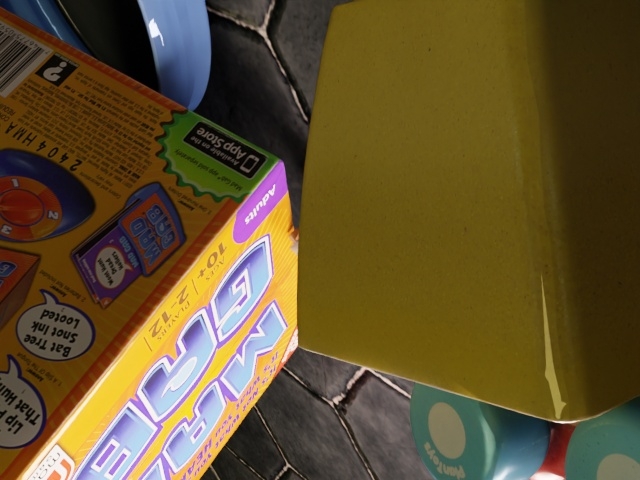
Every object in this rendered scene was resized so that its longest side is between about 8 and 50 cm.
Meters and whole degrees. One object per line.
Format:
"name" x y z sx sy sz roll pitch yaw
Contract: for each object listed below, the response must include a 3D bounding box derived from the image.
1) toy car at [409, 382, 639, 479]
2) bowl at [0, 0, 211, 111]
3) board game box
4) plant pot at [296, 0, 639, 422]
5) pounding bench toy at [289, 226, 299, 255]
"toy car" 0.192 0.167 0.503 0.210 0.219 0.238 6 103 56
"bowl" -0.250 -0.275 0.953 0.391 0.077 0.391 38 149 29
"board game box" -0.265 0.065 0.924 0.356 0.356 0.356 30 156 18
"plant pot" 0.112 -0.047 0.496 0.212 0.212 0.187 5 107 57
"pounding bench toy" 0.000 0.000 0.851 0.052 0.083 0.065 50 152 9
